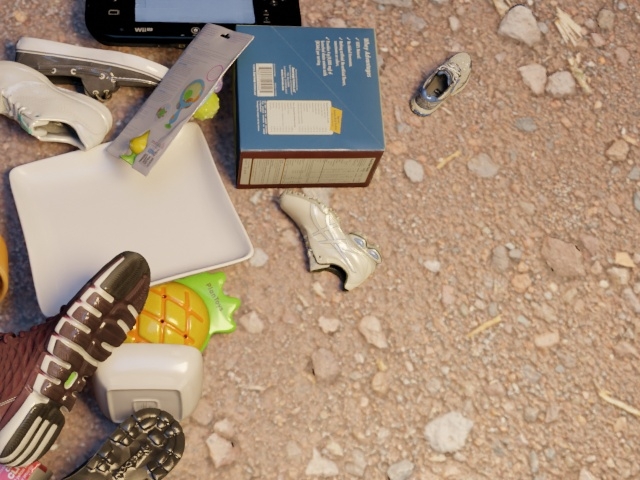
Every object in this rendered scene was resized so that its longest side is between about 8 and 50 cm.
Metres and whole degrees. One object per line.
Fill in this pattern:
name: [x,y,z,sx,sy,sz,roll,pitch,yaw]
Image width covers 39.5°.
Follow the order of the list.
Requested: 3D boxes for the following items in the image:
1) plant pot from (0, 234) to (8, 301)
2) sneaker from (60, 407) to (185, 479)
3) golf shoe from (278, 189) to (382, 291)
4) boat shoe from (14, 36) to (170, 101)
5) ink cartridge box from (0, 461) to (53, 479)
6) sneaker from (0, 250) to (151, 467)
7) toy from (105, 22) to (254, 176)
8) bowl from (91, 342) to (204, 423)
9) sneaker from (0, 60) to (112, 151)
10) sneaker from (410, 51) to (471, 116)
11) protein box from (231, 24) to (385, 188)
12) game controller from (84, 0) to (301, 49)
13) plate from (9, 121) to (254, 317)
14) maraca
plant pot: [-0.506,-0.020,1.142,0.205,0.205,0.187,-5,56,-10]
sneaker: [-0.285,0.324,1.064,0.283,0.124,0.107,-34,81,-35]
golf shoe: [0.000,0.000,1.271,0.176,0.069,0.086,37,76,6]
boat shoe: [-0.334,-0.238,1.299,0.229,0.080,0.076,10,87,-8]
ink cartridge box: [-0.438,0.279,1.072,0.176,0.128,0.127,32,69,3]
sneaker: [-0.334,0.108,1.043,0.163,0.106,0.281,23,67,23]
toy: [-0.185,-0.189,1.239,0.237,0.056,0.137,-51,40,-8]
bowl: [-0.219,0.187,1.126,0.142,0.142,0.053,1,50,-8]
sneaker: [-0.406,-0.183,1.249,0.212,0.080,0.094,18,41,-3]
sneaker: [0.197,-0.250,1.388,0.052,0.058,0.135,38,69,5]
protein box: [-0.023,-0.191,1.293,0.201,0.136,0.199,-1,71,-9]
game controller: [-0.190,-0.352,1.345,0.319,0.067,0.166,-2,46,-9]
plate: [-0.261,-0.029,1.213,0.278,0.045,0.277,-17,53,-14]
maraca: [-0.197,0.105,1.185,0.186,0.099,0.127,-28,88,-20]
